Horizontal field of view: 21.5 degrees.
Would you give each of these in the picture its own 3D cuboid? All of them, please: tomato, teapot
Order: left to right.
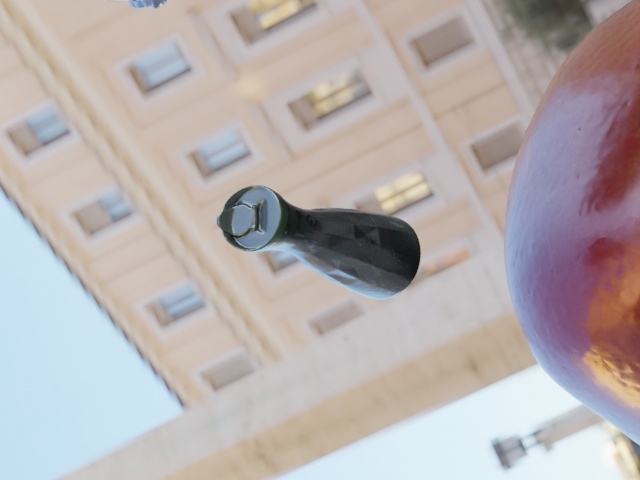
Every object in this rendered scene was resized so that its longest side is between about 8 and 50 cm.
[{"bbox_3d":[0.000,0.000,0.792,0.110,0.043,0.043,15,-133,-51],"label":"teapot"},{"bbox_3d":[0.243,-0.017,0.907,0.226,0.298,0.299,57,-172,-79],"label":"tomato"}]

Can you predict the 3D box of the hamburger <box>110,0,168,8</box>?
[{"bbox_3d":[-0.135,-0.285,0.870,0.186,0.303,0.261,16,-158,-23],"label":"hamburger"}]
